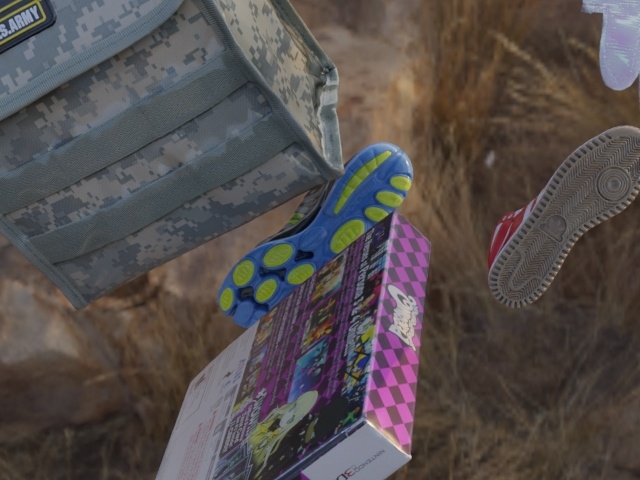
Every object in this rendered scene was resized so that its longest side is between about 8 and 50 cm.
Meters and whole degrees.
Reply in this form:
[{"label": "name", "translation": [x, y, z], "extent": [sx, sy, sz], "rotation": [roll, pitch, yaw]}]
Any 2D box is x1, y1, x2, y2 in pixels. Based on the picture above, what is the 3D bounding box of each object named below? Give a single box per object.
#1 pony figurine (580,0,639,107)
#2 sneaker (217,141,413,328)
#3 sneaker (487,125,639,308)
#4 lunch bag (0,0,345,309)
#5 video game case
[{"label": "pony figurine", "translation": [0.341, -0.230, 0.865], "extent": [0.302, 0.363, 0.351], "rotation": [22, 49, -22]}, {"label": "sneaker", "translation": [0.000, 0.000, 1.029], "extent": [0.067, 0.078, 0.188], "rotation": [45, 97, -1]}, {"label": "sneaker", "translation": [0.133, -0.016, 0.737], "extent": [0.042, 0.067, 0.118], "rotation": [41, 96, -2]}, {"label": "lunch bag", "translation": [-0.151, -0.129, 0.888], "extent": [0.235, 0.287, 0.169], "rotation": [-26, 34, 18]}, {"label": "video game case", "translation": [-0.024, 0.106, 0.810], "extent": [0.210, 0.042, 0.232], "rotation": [-41, 16, 24]}]
